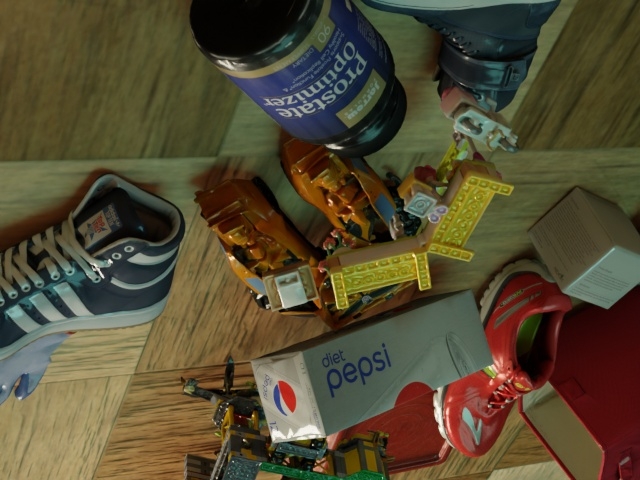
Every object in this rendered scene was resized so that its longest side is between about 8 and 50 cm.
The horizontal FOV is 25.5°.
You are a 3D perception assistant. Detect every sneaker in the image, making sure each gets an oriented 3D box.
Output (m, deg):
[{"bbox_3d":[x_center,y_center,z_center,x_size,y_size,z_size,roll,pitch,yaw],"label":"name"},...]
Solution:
[{"bbox_3d":[0.115,-0.186,1.306,0.226,0.086,0.163,-5,136,-30],"label":"sneaker"},{"bbox_3d":[-0.256,0.025,1.317,0.282,0.099,0.153,-11,146,-33],"label":"sneaker"},{"bbox_3d":[0.225,0.160,1.730,0.107,0.118,0.279,3,118,-29],"label":"sneaker"}]

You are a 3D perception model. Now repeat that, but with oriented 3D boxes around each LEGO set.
[{"bbox_3d":[-0.060,0.299,1.693,0.255,0.192,0.331,7,122,-10],"label":"LEGO set"},{"bbox_3d":[0.071,-0.030,1.350,0.287,0.107,0.132,-41,125,20],"label":"LEGO set"}]

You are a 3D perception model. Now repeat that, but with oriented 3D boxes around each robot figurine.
[{"bbox_3d":[0.000,0.000,1.464,0.211,0.085,0.291,-32,144,8],"label":"robot figurine"}]

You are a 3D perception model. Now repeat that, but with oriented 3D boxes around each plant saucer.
[{"bbox_3d":[0.098,0.235,1.851,0.258,0.047,0.259,-7,139,-26],"label":"plant saucer"}]

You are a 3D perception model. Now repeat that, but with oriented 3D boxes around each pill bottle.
[{"bbox_3d":[-0.009,-0.158,1.228,0.123,0.123,0.219,-35,146,11],"label":"pill bottle"}]

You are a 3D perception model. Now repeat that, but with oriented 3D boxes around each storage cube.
[{"bbox_3d":[0.391,0.204,1.866,0.193,0.215,0.183,-27,144,-12],"label":"storage cube"}]

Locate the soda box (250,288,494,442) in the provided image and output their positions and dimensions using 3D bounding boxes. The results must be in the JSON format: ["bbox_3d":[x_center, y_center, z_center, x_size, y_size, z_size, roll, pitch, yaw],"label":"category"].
[{"bbox_3d":[0.063,0.136,1.571,0.286,0.098,0.091,-16,180,-44],"label":"soda box"}]

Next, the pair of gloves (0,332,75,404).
[{"bbox_3d":[-0.354,0.116,1.437,0.159,0.023,0.198,-43,142,18],"label":"pair of gloves"}]

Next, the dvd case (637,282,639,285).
[{"bbox_3d":[0.487,0.022,1.802,0.253,0.022,0.180,6,154,-37],"label":"dvd case"}]

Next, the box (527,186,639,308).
[{"bbox_3d":[0.321,0.010,1.666,0.101,0.102,0.087,19,126,-44],"label":"box"}]
